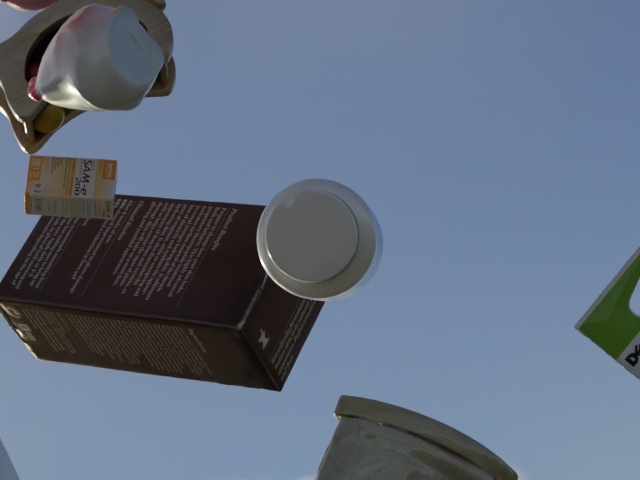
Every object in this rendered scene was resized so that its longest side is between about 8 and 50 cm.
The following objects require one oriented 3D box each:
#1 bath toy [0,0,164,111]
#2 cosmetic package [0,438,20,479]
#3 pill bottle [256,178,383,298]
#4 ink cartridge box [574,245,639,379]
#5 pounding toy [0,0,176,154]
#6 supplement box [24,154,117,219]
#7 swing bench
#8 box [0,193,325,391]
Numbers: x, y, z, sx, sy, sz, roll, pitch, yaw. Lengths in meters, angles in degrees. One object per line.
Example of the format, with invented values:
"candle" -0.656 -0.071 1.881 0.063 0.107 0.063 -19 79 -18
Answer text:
"bath toy" -0.266 -0.258 1.717 0.129 0.348 0.151 -16 24 34
"cosmetic package" -0.356 0.284 1.909 0.153 0.129 0.296 -24 4 -6
"pill bottle" 0.000 0.000 2.031 0.124 0.124 0.221 -22 -3 2
"ink cartridge box" 0.399 0.105 1.972 0.189 0.255 0.097 -49 -4 -9
"pounding toy" -0.253 -0.191 2.292 0.269 0.154 0.155 -43 -22 -24
"supplement box" -0.277 -0.060 2.201 0.098 0.062 0.036 3 -41 -3
"swing bench" 0.063 0.307 1.650 0.165 0.253 0.254 14 -28 17
"box" -0.193 0.056 2.450 0.381 0.191 0.143 5 -38 33
